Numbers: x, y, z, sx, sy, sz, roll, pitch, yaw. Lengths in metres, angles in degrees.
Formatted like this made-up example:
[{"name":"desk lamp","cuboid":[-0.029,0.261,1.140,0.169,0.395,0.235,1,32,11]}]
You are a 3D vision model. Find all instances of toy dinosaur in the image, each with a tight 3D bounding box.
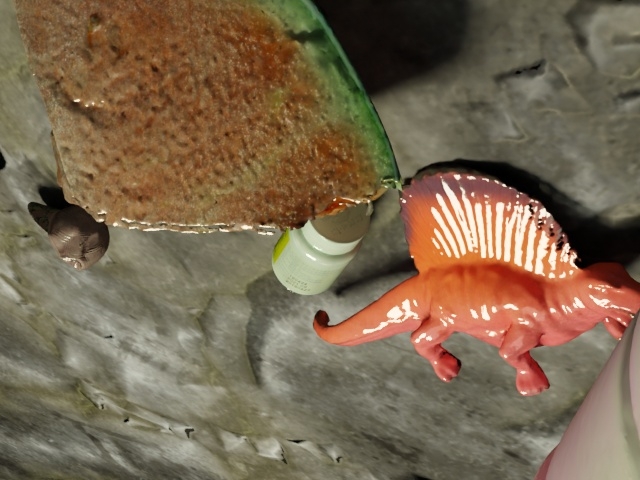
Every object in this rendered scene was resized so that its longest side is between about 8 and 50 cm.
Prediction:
[{"name":"toy dinosaur","cuboid":[0.069,0.016,0.661,0.286,0.070,0.139,2,132,44]}]

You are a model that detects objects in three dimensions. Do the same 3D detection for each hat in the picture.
[{"name":"hat","cuboid":[-0.193,-0.013,0.853,0.058,0.042,0.087,52,177,-33]}]

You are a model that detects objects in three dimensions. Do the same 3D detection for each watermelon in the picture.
[{"name":"watermelon","cuboid":[-0.062,-0.097,0.553,0.231,0.128,0.146,1,115,19]}]

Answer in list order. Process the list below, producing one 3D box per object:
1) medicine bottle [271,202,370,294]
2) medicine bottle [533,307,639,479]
[{"name":"medicine bottle","cuboid":[0.000,0.000,0.692,0.047,0.047,0.083,29,151,-2]},{"name":"medicine bottle","cuboid":[0.223,0.141,0.554,0.212,0.212,0.325,22,148,10]}]
